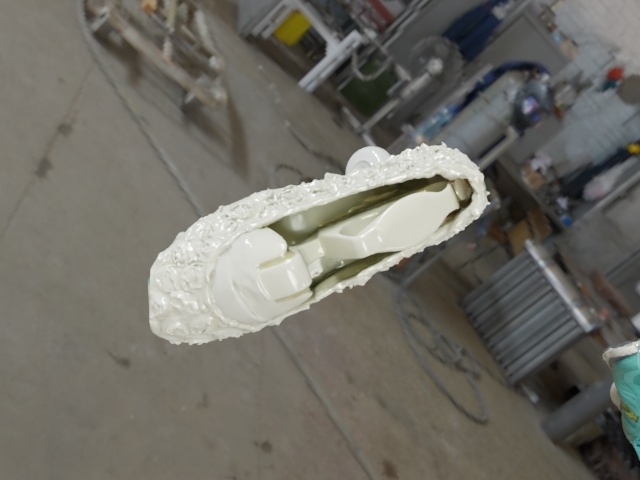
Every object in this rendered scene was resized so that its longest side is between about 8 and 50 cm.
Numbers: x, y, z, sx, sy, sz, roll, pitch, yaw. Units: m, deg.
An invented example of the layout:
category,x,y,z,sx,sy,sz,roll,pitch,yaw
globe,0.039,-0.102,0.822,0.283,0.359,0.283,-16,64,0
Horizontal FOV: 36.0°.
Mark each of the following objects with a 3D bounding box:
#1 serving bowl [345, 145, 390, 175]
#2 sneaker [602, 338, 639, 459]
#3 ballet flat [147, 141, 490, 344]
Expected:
category,x,y,z,sx,sy,sz,roll,pitch,yaw
serving bowl,0.070,-0.102,1.485,0.027,0.083,0.083,6,46,-54
sneaker,0.392,0.186,1.144,0.275,0.107,0.110,57,27,-55
ballet flat,0.000,0.000,1.062,0.147,0.409,0.147,62,-9,17
